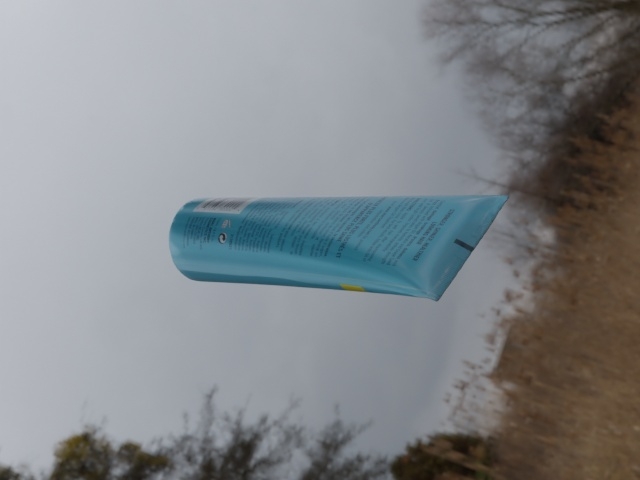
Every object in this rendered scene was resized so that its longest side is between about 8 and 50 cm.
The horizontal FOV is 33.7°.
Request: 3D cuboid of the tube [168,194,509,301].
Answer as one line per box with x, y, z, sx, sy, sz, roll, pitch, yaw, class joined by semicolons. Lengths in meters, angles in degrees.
0.000;0.000;0.594;0.080;0.207;0.052;-56;-52;-31;tube
